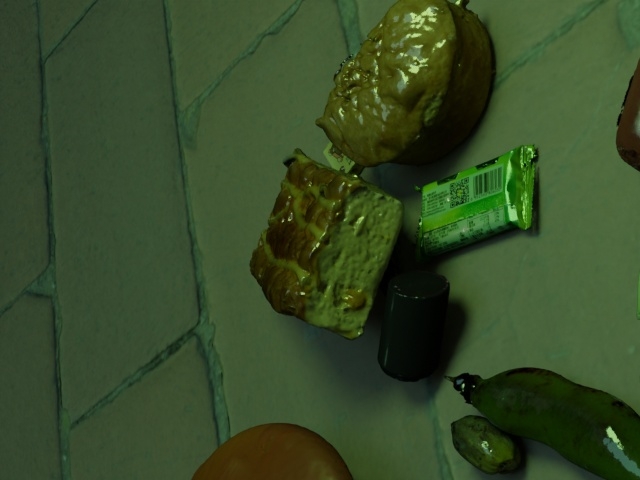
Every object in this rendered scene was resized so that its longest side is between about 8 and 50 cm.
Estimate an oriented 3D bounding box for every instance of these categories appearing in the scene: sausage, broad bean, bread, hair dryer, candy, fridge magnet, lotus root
[{"bbox_3d":[0.337,-0.134,1.321,0.076,0.076,0.141,19,91,54],"label":"sausage"},{"bbox_3d":[0.247,0.177,1.318,0.339,0.061,0.077,19,77,53],"label":"broad bean"},{"bbox_3d":[0.115,-0.174,1.586,0.229,0.143,0.139,-55,50,28],"label":"bread"},{"bbox_3d":[0.078,0.062,1.584,0.248,0.071,0.114,-128,40,-61],"label":"hair dryer"},{"bbox_3d":[0.000,0.000,1.603,0.275,0.114,0.184,-139,68,-73],"label":"bread"},{"bbox_3d":[0.175,-0.039,1.528,0.178,0.032,0.102,-22,63,46],"label":"candy"},{"bbox_3d":[-0.058,0.393,1.550,0.364,0.155,0.363,-24,58,45],"label":"fridge magnet"},{"bbox_3d":[0.171,0.212,1.410,0.099,0.054,0.049,31,111,53],"label":"lotus root"}]

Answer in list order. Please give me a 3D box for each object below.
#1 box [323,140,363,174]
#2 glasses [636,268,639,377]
[{"bbox_3d":[0.057,-0.146,1.737,0.149,0.020,0.073,-56,40,22],"label":"box"},{"bbox_3d":[0.338,0.041,1.188,0.102,0.207,0.239,5,79,17],"label":"glasses"}]
